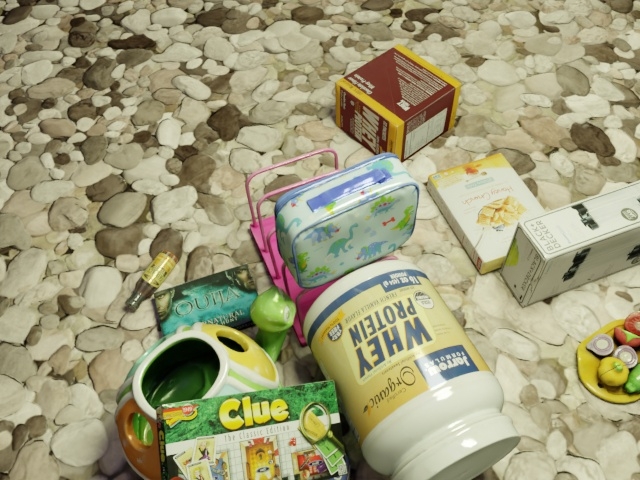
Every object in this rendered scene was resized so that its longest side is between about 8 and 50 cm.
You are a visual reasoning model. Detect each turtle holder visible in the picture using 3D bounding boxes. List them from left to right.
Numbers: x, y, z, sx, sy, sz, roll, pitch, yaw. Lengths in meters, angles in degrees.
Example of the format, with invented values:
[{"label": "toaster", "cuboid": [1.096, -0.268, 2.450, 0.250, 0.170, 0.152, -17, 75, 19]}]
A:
[{"label": "turtle holder", "cuboid": [-0.155, 0.233, 0.955, 0.321, 0.227, 0.243, -21, 56, -10]}]

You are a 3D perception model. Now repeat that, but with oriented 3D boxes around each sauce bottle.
[{"label": "sauce bottle", "cuboid": [-0.322, 0.076, 1.192, 0.042, 0.042, 0.128, 20, 59, 16]}]

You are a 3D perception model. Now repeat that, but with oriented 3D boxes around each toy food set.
[{"label": "toy food set", "cuboid": [0.537, 0.178, 1.056, 0.218, 0.071, 0.128, -29, 58, -17]}]

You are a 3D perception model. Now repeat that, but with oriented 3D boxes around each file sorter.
[{"label": "file sorter", "cuboid": [0.000, 0.000, 1.143, 0.202, 0.182, 0.290, -20, 56, -11]}]

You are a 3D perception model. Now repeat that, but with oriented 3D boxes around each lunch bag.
[{"label": "lunch bag", "cuboid": [0.041, -0.031, 0.945, 0.219, 0.176, 0.090, -25, 58, -12]}]

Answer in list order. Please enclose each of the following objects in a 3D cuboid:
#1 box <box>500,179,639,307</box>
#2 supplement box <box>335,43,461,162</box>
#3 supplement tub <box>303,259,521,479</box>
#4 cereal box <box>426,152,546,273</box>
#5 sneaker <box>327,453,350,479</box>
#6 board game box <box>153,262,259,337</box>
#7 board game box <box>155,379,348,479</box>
[{"label": "box", "cuboid": [0.485, 0.002, 1.126, 0.290, 0.169, 0.087, -19, 56, -9]}, {"label": "supplement box", "cuboid": [0.167, -0.299, 1.380, 0.194, 0.129, 0.191, -36, 61, -21]}, {"label": "supplement tub", "cuboid": [0.133, 0.211, 0.958, 0.228, 0.228, 0.316, -22, 56, -13]}, {"label": "cereal box", "cuboid": [0.342, -0.060, 1.248, 0.173, 0.047, 0.240, -18, 54, -10]}, {"label": "sneaker", "cuboid": [-0.069, 0.396, 0.865, 0.128, 0.182, 0.315, 30, 61, 20]}, {"label": "board game box", "cuboid": [-0.206, 0.123, 1.162, 0.186, 0.026, 0.126, -18, 56, -9]}, {"label": "board game box", "cuboid": [-0.085, 0.270, 0.838, 0.260, 0.030, 0.136, -1, 72, -33]}]
